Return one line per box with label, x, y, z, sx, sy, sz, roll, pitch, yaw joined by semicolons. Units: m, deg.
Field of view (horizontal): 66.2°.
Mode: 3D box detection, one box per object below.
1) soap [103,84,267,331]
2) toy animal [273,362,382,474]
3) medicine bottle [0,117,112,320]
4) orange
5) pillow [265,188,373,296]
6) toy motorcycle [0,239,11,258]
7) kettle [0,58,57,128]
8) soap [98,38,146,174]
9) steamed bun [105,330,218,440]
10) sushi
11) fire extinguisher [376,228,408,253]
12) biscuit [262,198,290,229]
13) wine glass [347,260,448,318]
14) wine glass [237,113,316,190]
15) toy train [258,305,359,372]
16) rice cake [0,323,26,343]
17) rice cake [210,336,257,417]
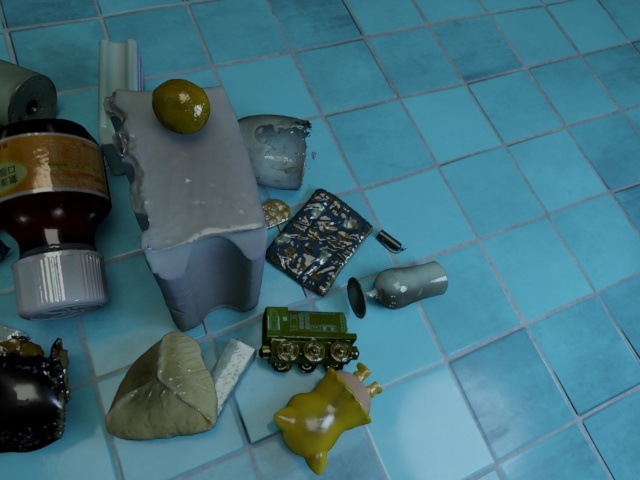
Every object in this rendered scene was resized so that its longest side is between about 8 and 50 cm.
soap;-0.252;-0.042;0.991;0.213;0.435;0.350;-17;68;-17
toy animal;0.024;0.354;1.023;0.230;0.156;0.156;-37;77;-21
medicine bottle;-0.556;-0.039;1.037;0.243;0.242;0.395;-15;77;-17
orange;-0.226;-0.217;0.794;0.095;0.085;0.085;22;64;8
pillow;0.000;-0.002;1.242;0.189;0.034;0.255;35;66;7
toy motorcycle;-0.776;-0.063;1.072;0.196;0.125;0.331;5;69;-11
kettle;-0.805;-0.337;1.157;0.255;0.165;0.240;22;65;-1
soap;-0.485;-0.328;1.211;0.095;0.173;0.289;-5;68;-13
steamed bun;-0.319;0.281;0.982;0.231;0.110;0.212;-10;51;6
sushi;-0.582;0.290;0.918;0.204;0.213;0.200;2;42;-25
fire extinguisher;0.184;0.007;1.277;0.083;0.025;0.038;35;102;6
biscuit;-0.144;-0.060;1.245;0.147;0.018;0.071;-23;71;-20
wine glass;0.188;0.115;1.188;0.231;0.103;0.103;-11;69;-20
wine glass;-0.186;-0.237;1.229;0.357;0.190;0.190;11;65;-1
toy train;-0.026;0.222;1.105;0.226;0.090;0.137;5;54;-14
rice cake;-0.722;0.179;1.015;0.211;0.034;0.043;15;67;-4
rice cake;-0.207;0.300;1.046;0.069;0.063;0.206;28;64;10
